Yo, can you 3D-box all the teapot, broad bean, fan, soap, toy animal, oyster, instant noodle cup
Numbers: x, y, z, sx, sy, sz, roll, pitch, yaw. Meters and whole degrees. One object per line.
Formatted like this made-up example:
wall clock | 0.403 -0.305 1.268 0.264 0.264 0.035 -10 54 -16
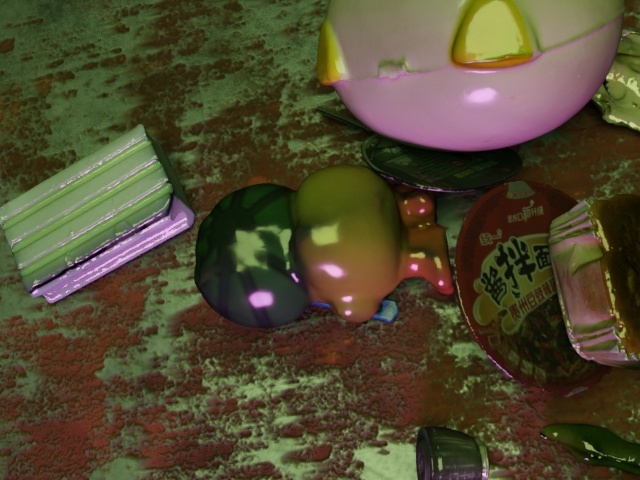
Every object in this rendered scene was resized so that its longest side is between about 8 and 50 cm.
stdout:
teapot | 0.169 0.294 1.164 0.090 0.124 0.092 -1 36 -5
broad bean | 0.374 0.271 1.139 0.195 0.046 0.061 31 83 13
fan | 0.145 -0.129 1.223 0.223 0.294 0.012 -5 119 -20
soap | -0.322 -0.032 1.309 0.261 0.094 0.150 -29 70 5
toy animal | -0.002 -0.001 1.173 0.338 0.191 0.216 -10 67 1
oyster | 0.413 -0.212 1.225 0.209 0.072 0.133 19 102 6
instant noodle cup | 0.258 0.064 1.152 0.273 0.090 0.274 9 70 -25

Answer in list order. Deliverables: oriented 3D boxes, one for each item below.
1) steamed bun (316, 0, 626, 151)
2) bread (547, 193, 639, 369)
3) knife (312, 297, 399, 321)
steamed bun | 0.181 -0.262 1.131 0.373 0.333 0.334 -2 76 44
bread | 0.385 0.049 1.109 0.192 0.109 0.210 1 74 -27
knife | -0.035 0.063 1.266 0.296 0.026 0.044 12 71 13
